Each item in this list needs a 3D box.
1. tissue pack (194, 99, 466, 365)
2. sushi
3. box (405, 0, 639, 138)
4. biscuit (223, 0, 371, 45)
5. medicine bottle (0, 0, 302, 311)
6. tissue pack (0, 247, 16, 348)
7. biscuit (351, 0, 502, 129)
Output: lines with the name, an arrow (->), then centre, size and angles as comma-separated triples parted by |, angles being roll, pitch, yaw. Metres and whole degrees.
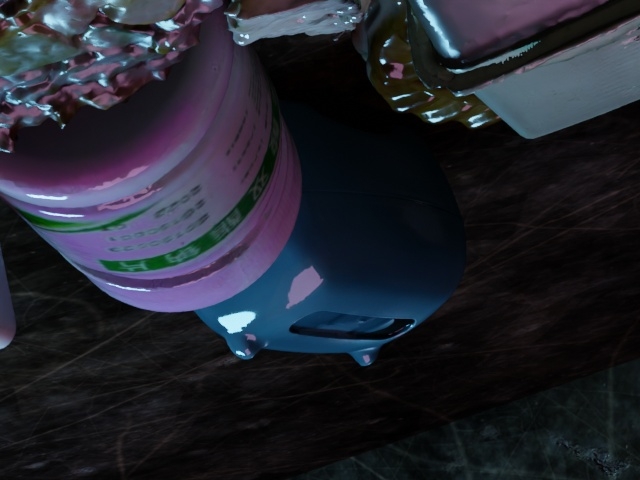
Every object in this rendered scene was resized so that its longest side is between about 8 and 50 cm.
tissue pack -> 0.000, 0.000, 1.689 | 0.198, 0.206, 0.287 | -28, 159, 31
sushi -> -0.190, -0.181, 1.053 | 0.270, 0.171, 0.236 | -19, 157, 9
box -> 0.141, -0.217, 1.032 | 0.220, 0.290, 0.166 | -24, 140, 24
biscuit -> -0.002, -0.205, 1.121 | 0.084, 0.179, 0.281 | 9, -171, 2
medicine bottle -> -0.137, -0.083, 1.321 | 0.212, 0.212, 0.325 | -17, 161, 3
tissue pack -> -0.334, -0.026, 1.268 | 0.159, 0.246, 0.136 | -22, 160, 22
biscuit -> 0.183, -0.191, 1.437 | 0.332, 0.103, 0.332 | -13, 161, -5
